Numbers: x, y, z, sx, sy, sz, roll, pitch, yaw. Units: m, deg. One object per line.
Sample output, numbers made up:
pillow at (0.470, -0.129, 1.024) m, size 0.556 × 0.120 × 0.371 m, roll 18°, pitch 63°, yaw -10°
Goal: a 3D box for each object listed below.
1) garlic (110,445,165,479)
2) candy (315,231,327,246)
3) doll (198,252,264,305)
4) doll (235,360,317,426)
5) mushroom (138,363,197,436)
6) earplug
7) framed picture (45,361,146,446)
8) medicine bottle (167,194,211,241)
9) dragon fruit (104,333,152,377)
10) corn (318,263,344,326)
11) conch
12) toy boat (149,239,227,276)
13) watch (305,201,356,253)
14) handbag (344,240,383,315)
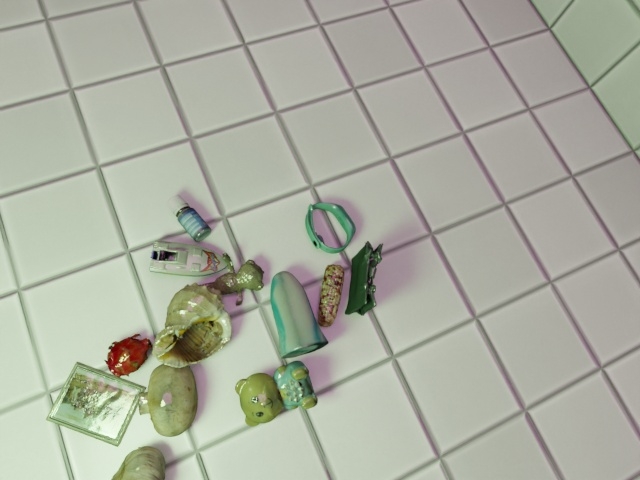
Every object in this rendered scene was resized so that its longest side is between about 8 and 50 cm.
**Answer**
garlic at (-0.567, 0.803, 1.472) m, size 0.212 × 0.219 × 0.218 m, roll 38°, pitch 68°, yaw -26°
candy at (0.001, 0.000, 1.883) m, size 0.030 × 0.020 × 0.083 m, roll -22°, pitch 74°, yaw -31°
doll at (-0.363, 0.177, 1.749) m, size 0.286 × 0.091 × 0.202 m, roll -44°, pitch 90°, yaw -8°
doll at (-0.162, 0.544, 1.607) m, size 0.261 × 0.161 × 0.176 m, roll -19°, pitch 97°, yaw -15°
mushroom at (-0.532, 0.542, 1.544) m, size 0.195 × 0.189 × 0.253 m, roll -4°, pitch 67°, yaw -11°
earplug at (-0.103, 0.266, 1.710) m, size 0.185 × 0.185 × 0.323 m, roll -13°, pitch 69°, yaw -12°
framed picture at (-0.792, 0.577, 1.586) m, size 0.275 × 0.017 × 0.216 m, roll 19°, pitch 71°, yaw -1°
medicine bottle at (-0.533, -0.091, 1.807) m, size 0.083 × 0.083 × 0.203 m, roll -41°, pitch 81°, yaw -18°
dragon fruit at (-0.684, 0.407, 1.597) m, size 0.166 × 0.133 × 0.136 m, roll -33°, pitch 72°, yaw -15°
corn at (0.041, 0.218, 1.783) m, size 0.086 × 0.086 × 0.253 m, roll 13°, pitch 72°, yaw -4°
conch at (-0.462, 0.312, 1.631) m, size 0.263 × 0.186 × 0.324 m, roll 48°, pitch 70°, yaw -9°
toy boat at (-0.510, 0.076, 1.753) m, size 0.296 × 0.088 × 0.129 m, roll 8°, pitch 72°, yaw -13°
watch at (0.035, -0.060, 1.876) m, size 0.195 × 0.068 × 0.237 m, roll -26°, pitch 76°, yaw -22°
handbag at (0.168, 0.154, 1.728) m, size 0.079 × 0.260 × 0.247 m, roll 10°, pitch 69°, yaw -6°
